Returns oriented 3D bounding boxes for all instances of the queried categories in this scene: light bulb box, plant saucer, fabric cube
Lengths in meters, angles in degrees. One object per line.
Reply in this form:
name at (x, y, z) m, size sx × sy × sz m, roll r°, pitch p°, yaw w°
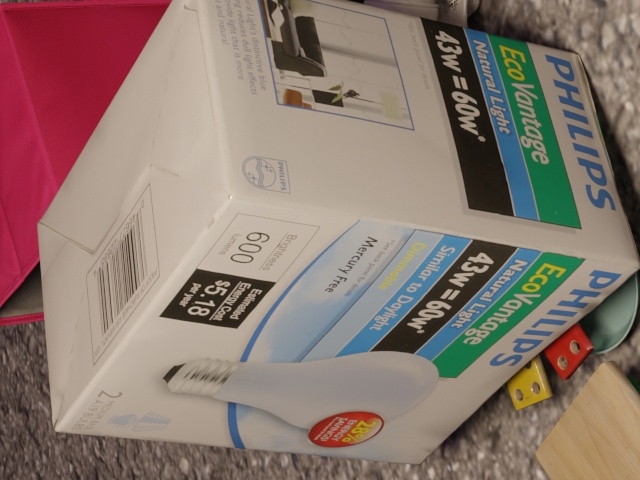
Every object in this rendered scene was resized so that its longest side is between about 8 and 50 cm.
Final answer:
light bulb box at (0.000, 0.000, 1.384) m, size 0.358 × 0.361 × 0.225 m, roll -50°, pitch 40°, yaw 45°
plant saucer at (0.227, 0.035, 1.406) m, size 0.119 × 0.021 × 0.119 m, roll 15°, pitch 109°, yaw 51°
fabric cube at (-0.249, -0.086, 1.828) m, size 0.259 × 0.254 × 0.258 m, roll -42°, pitch 64°, yaw 49°

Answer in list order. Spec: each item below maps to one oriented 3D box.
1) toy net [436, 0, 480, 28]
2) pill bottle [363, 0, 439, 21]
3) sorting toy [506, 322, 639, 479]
toy net at (0.100, -0.273, 1.502) m, size 0.122 × 0.045 × 0.232 m, roll -32°, pitch 74°, yaw 36°
pill bottle at (0.076, -0.252, 1.442) m, size 0.078 × 0.078 × 0.137 m, roll 20°, pitch 105°, yaw 50°
sorting toy at (0.250, 0.178, 1.380) m, size 0.274 × 0.046 × 0.132 m, roll 56°, pitch 140°, yaw 28°
